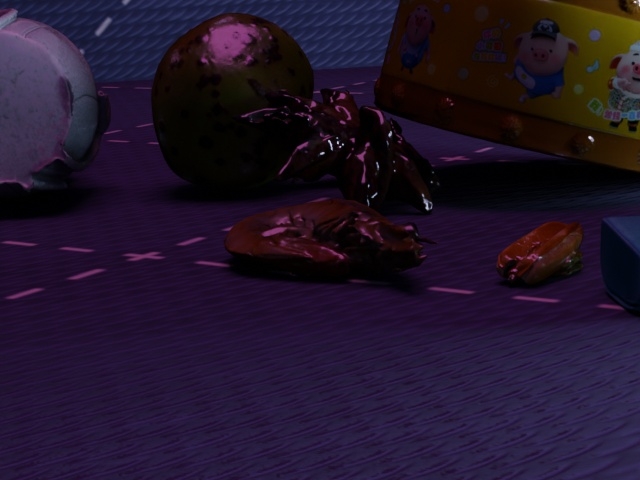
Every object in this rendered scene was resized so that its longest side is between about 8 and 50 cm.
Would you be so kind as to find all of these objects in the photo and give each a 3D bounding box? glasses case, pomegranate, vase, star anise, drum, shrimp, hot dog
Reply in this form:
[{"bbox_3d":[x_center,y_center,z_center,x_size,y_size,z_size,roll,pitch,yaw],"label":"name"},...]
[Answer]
[{"bbox_3d":[0.403,0.017,1.318,0.300,0.070,0.117,-2,18,-6],"label":"glasses case"},{"bbox_3d":[-0.075,-0.180,1.955,0.285,0.231,0.231,-5,12,-11],"label":"pomegranate"},{"bbox_3d":[-0.402,-0.179,2.019,0.249,0.250,0.445,-3,6,-4],"label":"vase"},{"bbox_3d":[0.036,-0.124,1.781,0.272,0.103,0.272,21,31,-13],"label":"star anise"},{"bbox_3d":[0.291,-0.222,1.905,0.431,0.214,0.431,13,7,-2],"label":"drum"},{"bbox_3d":[0.000,0.000,1.474,0.152,0.063,0.287,-10,10,-24],"label":"shrimp"},{"bbox_3d":[0.212,0.016,1.430,0.056,0.041,0.133,6,22,36],"label":"hot dog"}]
